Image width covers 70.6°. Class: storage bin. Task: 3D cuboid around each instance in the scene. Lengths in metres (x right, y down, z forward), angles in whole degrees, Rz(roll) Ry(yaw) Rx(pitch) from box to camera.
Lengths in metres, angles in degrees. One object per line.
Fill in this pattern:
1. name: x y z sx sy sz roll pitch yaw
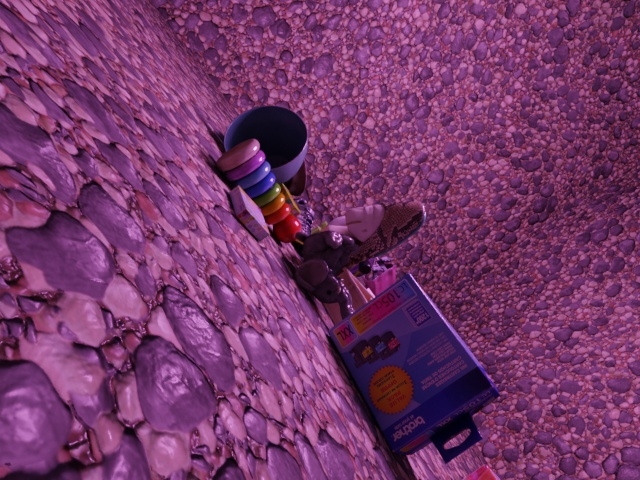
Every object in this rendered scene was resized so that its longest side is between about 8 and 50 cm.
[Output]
1. storage bin: 0.138 0.262 1.439 0.260 0.123 0.262 58 6 37

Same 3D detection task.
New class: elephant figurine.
1. elephant figurine: 0.009 0.101 1.289 0.169 0.240 0.186 25 -20 -26

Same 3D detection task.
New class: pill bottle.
1. pill bottle: 0.118 0.042 1.781 0.182 0.181 0.323 56 -1 24

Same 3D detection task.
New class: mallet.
1. mallet: 0.099 0.132 1.541 0.039 0.189 0.062 40 23 -16

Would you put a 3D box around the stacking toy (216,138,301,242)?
1. stacking toy: -0.167 -0.128 1.348 0.330 0.141 0.141 59 3 -23

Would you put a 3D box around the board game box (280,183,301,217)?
1. board game box: -0.142 -0.128 1.636 0.043 0.092 0.181 48 8 -38

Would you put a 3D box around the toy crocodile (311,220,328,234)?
1. toy crocodile: 0.000 0.000 1.872 0.340 0.115 0.105 50 16 -80

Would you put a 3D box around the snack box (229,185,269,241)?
1. snack box: -0.187 -0.072 1.181 0.100 0.037 0.141 49 7 -35

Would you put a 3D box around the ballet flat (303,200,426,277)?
1. ballet flat: 0.102 -0.005 1.426 0.182 0.482 0.164 31 48 -22

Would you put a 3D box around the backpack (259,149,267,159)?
1. backpack: -0.271 -0.367 1.792 0.188 0.144 0.166 59 -2 -22

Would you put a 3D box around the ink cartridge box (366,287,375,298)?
1. ink cartridge box: 0.170 0.262 1.738 0.143 0.090 0.092 53 32 -6

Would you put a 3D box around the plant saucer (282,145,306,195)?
1. plant saucer: -0.153 -0.326 1.842 0.310 0.050 0.311 43 -37 44

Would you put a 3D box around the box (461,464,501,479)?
1. box: 0.453 0.721 1.154 0.300 0.142 0.154 50 6 -37

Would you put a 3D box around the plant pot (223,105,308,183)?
1. plant pot: -0.183 -0.309 1.628 0.290 0.290 0.195 56 -13 26

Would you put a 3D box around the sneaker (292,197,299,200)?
1. sneaker: -0.134 -0.157 1.863 0.235 0.097 0.084 53 5 -11

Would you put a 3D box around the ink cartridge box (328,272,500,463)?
1. ink cartridge box: 0.232 0.319 1.087 0.396 0.270 0.151 57 8 35

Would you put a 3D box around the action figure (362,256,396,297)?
1. action figure: 0.249 0.275 2.008 0.275 0.248 0.371 20 -61 55

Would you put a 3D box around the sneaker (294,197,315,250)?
1. sneaker: -0.073 -0.067 1.689 0.111 0.121 0.300 48 8 -43
